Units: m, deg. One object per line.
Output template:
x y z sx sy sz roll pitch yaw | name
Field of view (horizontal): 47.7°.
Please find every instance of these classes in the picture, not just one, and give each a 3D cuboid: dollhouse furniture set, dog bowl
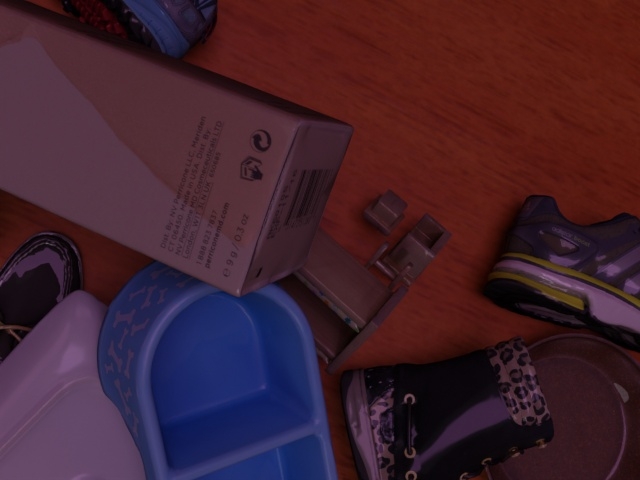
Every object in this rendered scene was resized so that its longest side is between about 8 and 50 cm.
0.000 0.000 0.677 0.182 0.101 0.161 42 45 5 | dollhouse furniture set
-0.069 0.154 0.564 0.165 0.074 0.297 -14 100 -25 | dog bowl

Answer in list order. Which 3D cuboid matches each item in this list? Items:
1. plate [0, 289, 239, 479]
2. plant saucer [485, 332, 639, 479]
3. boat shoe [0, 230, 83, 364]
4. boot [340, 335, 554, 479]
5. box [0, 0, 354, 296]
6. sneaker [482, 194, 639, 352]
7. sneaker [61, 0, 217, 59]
-0.188 0.229 0.578 0.277 0.045 0.278 -48 113 -15 | plate
0.247 0.191 0.725 0.198 0.036 0.199 1 87 -12 | plant saucer
-0.259 0.099 0.599 0.081 0.068 0.228 21 81 -11 | boat shoe
0.128 0.212 0.650 0.178 0.085 0.237 -16 86 5 | boot
-0.150 -0.083 0.533 0.311 0.148 0.121 23 103 12 | box
0.315 0.040 0.720 0.299 0.111 0.121 19 79 -13 | sneaker
-0.195 -0.269 0.643 0.262 0.104 0.125 51 57 -7 | sneaker
